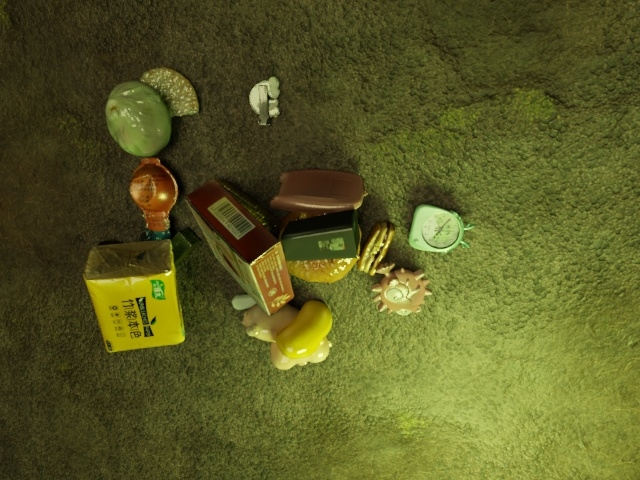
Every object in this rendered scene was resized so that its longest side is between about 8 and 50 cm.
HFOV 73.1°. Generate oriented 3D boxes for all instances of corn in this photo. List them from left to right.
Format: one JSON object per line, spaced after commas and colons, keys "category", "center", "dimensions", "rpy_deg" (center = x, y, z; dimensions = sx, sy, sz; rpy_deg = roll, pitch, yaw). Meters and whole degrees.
{"category": "corn", "center": [-0.292, -0.110, 1.621], "dimensions": [0.363, 0.120, 0.120], "rpy_deg": [36, 108, 3]}

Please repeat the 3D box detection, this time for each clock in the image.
{"category": "clock", "center": [-0.726, -0.004, 1.803], "dimensions": [0.083, 0.010, 0.074], "rpy_deg": [-27, 95, 17]}
{"category": "clock", "center": [0.417, -0.035, 1.490], "dimensions": [0.211, 0.066, 0.159], "rpy_deg": [14, 105, 10]}

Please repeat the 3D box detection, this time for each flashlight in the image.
{"category": "flashlight", "center": [-0.260, 0.236, 1.724], "dimensions": [0.200, 0.047, 0.093], "rpy_deg": [-12, 106, 18]}

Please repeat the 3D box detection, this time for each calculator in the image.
{"category": "calculator", "center": [0.001, -0.177, 1.492], "dimensions": [0.330, 0.220, 0.048], "rpy_deg": [3, 133, 8]}

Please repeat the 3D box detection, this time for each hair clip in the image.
{"category": "hair clip", "center": [-0.201, -0.500, 1.551], "dimensions": [0.116, 0.049, 0.172], "rpy_deg": [1, 100, 9]}

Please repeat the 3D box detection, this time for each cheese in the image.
{"category": "cheese", "center": [-0.649, -0.156, 1.690], "dimensions": [0.217, 0.129, 0.329], "rpy_deg": [0, 103, 14]}

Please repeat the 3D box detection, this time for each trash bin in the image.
{"category": "trash bin", "center": [0.004, -0.014, 1.372], "dimensions": [0.226, 0.165, 0.115], "rpy_deg": [-6, 113, 11]}

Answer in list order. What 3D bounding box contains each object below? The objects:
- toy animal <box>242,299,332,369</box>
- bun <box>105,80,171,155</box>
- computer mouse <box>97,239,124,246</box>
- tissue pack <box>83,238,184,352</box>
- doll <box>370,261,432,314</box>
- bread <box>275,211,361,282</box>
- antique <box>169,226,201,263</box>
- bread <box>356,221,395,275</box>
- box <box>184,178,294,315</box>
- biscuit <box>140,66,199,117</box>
{"category": "toy animal", "center": [-0.120, 0.378, 1.605], "dimensions": [0.345, 0.277, 0.246], "rpy_deg": [2, 120, -6]}
{"category": "bun", "center": [-0.694, -0.441, 1.588], "dimensions": [0.283, 0.179, 0.283], "rpy_deg": [13, 116, 30]}
{"category": "computer mouse", "center": [-0.842, 0.056, 1.796], "dimensions": [0.192, 0.106, 0.062], "rpy_deg": [21, 111, 9]}
{"category": "tissue pack", "center": [-0.683, 0.213, 1.632], "dimensions": [0.293, 0.228, 0.382], "rpy_deg": [-5, 125, -14]}
{"category": "doll", "center": [0.284, 0.173, 1.535], "dimensions": [0.211, 0.093, 0.262], "rpy_deg": [-29, 120, 9]}
{"category": "bread", "center": [-0.005, -0.002, 1.550], "dimensions": [0.312, 0.172, 0.312], "rpy_deg": [2, 101, 9]}
{"category": "antique", "center": [-0.590, 0.052, 1.747], "dimensions": [0.221, 0.081, 0.080], "rpy_deg": [-44, 88, 19]}
{"category": "bread", "center": [0.195, 0.022, 1.529], "dimensions": [0.077, 0.116, 0.200], "rpy_deg": [24, 107, 1]}
{"category": "box", "center": [-0.261, 0.034, 1.460], "dimensions": [0.122, 0.385, 0.344], "rpy_deg": [-39, 63, -18]}
{"category": "biscuit", "center": [-0.572, -0.548, 1.634], "dimensions": [0.265, 0.040, 0.188], "rpy_deg": [34, 107, 6]}
